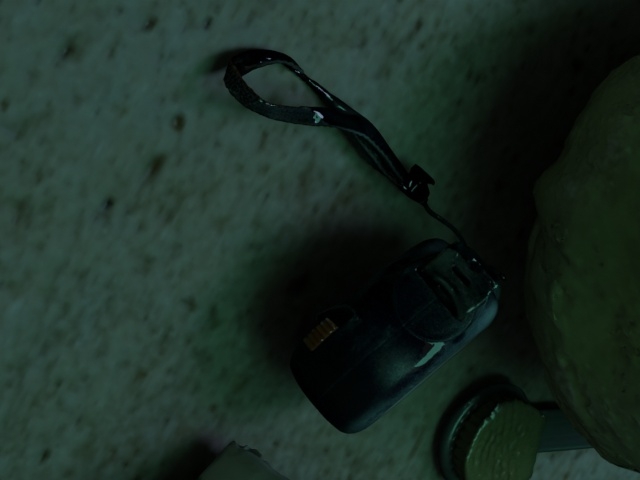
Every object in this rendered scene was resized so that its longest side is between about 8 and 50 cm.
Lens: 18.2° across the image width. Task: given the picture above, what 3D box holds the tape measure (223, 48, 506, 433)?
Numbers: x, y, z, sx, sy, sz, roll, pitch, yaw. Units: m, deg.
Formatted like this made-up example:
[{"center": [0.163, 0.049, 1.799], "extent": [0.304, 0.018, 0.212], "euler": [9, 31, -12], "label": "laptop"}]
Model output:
[{"center": [0.000, -0.002, 0.900], "extent": [0.107, 0.104, 0.180], "euler": [-40, 100, 12], "label": "tape measure"}]

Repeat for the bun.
[{"center": [0.196, -0.002, 0.984], "extent": [0.259, 0.152, 0.259], "euler": [-21, 118, -45], "label": "bun"}]

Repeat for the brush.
[{"center": [0.167, 0.103, 1.098], "extent": [0.266, 0.027, 0.062], "euler": [-1, 112, -41], "label": "brush"}]

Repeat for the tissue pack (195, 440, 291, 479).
[{"center": [-0.058, 0.312, 0.892], "extent": [0.356, 0.194, 0.266], "euler": [-46, 131, -14], "label": "tissue pack"}]
